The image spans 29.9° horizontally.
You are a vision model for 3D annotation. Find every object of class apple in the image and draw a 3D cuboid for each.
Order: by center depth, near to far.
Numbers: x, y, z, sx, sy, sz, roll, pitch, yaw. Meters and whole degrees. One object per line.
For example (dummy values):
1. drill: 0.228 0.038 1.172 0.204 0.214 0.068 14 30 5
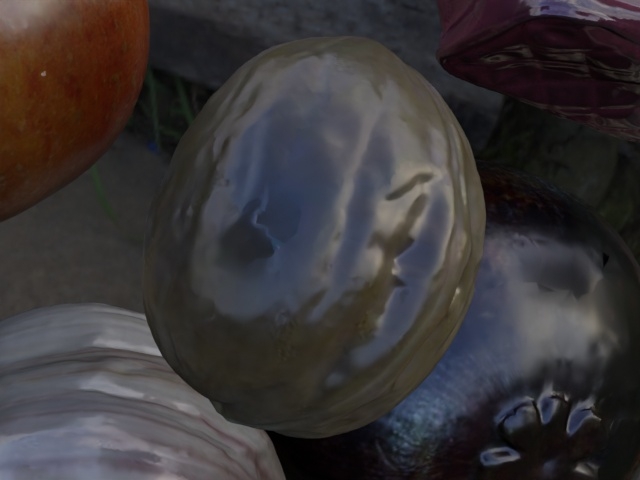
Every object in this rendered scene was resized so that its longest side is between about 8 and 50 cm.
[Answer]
1. apple: -0.230 -0.114 0.709 0.254 0.253 0.253 8 47 -8

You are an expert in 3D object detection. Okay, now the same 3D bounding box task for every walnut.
1. walnut: -0.001 -0.001 0.488 0.140 0.140 0.162 32 92 15

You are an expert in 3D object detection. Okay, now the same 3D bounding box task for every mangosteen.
1. mangosteen: 0.079 0.083 0.845 0.330 0.330 0.330 8 47 -8

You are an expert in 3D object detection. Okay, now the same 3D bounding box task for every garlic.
1. garlic: -0.138 0.198 0.685 0.259 0.317 0.317 13 46 -12

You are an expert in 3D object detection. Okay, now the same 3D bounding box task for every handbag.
1. handbag: 0.183 -0.154 0.765 0.225 0.146 0.135 14 71 -29
